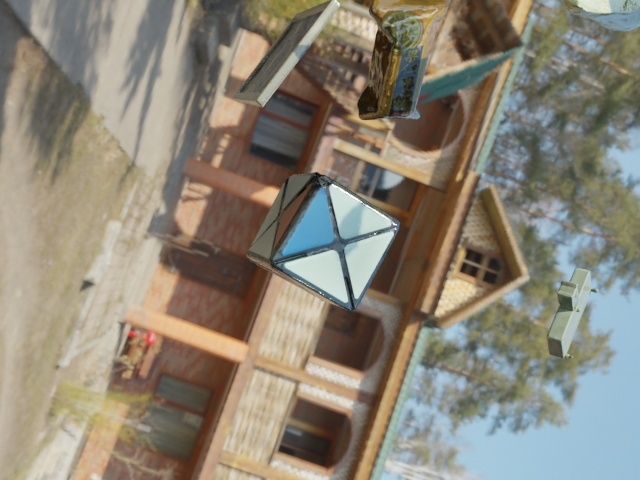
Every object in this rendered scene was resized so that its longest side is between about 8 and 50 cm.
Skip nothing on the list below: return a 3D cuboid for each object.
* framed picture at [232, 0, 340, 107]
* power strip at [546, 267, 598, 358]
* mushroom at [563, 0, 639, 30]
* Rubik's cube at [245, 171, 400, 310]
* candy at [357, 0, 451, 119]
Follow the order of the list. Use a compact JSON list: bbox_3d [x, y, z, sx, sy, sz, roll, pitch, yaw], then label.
[{"bbox_3d":[-0.078,-0.368,1.548,0.241,0.020,0.324,-52,-161,2],"label":"framed picture"},{"bbox_3d":[0.594,0.157,1.840,0.216,0.061,0.145,-59,144,-27],"label":"power strip"},{"bbox_3d":[0.499,-0.407,1.328,0.333,0.107,0.087,-16,108,-57],"label":"mushroom"},{"bbox_3d":[0.000,-0.001,1.862,0.250,0.246,0.248,-61,-162,-4],"label":"Rubik's cube"},{"bbox_3d":[0.139,-0.327,1.398,0.271,0.143,0.101,101,-21,-47],"label":"candy"}]
